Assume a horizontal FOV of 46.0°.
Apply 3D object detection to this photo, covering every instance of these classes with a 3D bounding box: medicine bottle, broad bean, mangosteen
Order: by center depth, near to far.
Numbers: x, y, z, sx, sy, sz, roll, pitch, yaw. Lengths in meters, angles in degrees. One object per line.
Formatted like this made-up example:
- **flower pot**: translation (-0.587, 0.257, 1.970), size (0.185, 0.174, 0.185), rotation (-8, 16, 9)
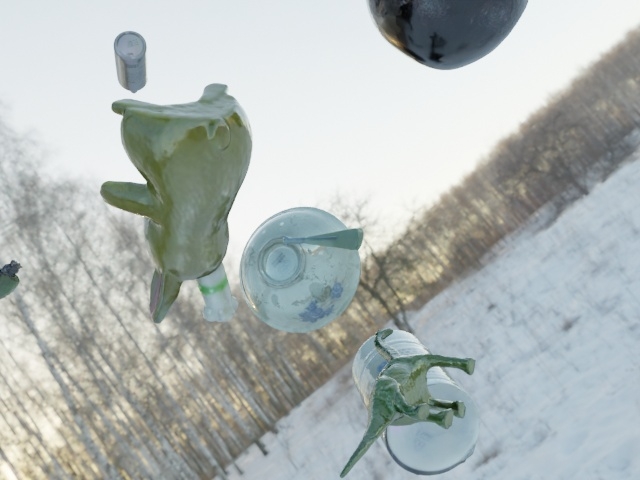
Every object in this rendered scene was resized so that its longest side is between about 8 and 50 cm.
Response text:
- **broad bean**: translation (-0.440, 0.034, 0.904), size (0.046, 0.195, 0.061), rotation (-54, -29, -61)
- **mangosteen**: translation (0.202, -0.419, 1.130), size (0.275, 0.275, 0.302), rotation (-32, -20, -35)
- **medicine bottle**: translation (-0.341, -0.310, 1.365), size (0.057, 0.058, 0.199), rotation (-36, -3, -16)
- **medicine bottle**: translation (0.184, 0.319, 1.549), size (0.190, 0.190, 0.332), rotation (-38, 14, 0)

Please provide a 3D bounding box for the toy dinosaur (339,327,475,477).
- **toy dinosaur**: translation (0.088, 0.231, 1.219), size (0.300, 0.087, 0.447), rotation (5, 18, 41)

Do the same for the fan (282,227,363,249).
- **fan**: translation (0.000, 0.000, 1.283), size (0.016, 0.038, 0.193), rotation (16, -12, -40)

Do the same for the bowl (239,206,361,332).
- **bowl**: translation (-0.070, 0.059, 1.774), size (0.313, 0.313, 0.146), rotation (-39, -16, 7)

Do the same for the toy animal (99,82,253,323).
- **toy animal**: translation (-0.196, -0.040, 1.055), size (0.181, 0.180, 0.363), rotation (-19, -42, -40)
